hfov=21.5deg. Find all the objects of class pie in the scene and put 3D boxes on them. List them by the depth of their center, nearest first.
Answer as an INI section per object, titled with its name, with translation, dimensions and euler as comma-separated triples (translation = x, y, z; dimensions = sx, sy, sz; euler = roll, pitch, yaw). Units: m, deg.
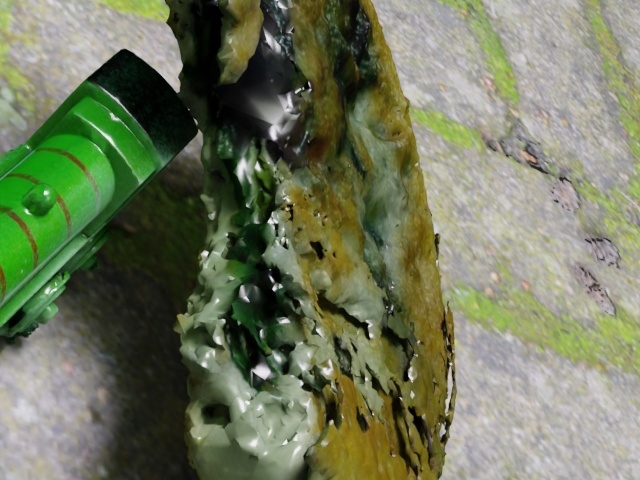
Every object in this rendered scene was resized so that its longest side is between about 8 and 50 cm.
[pie]
translation = 0.000, 0.000, 0.846
dimensions = 0.296, 0.078, 0.371
euler = 24, 58, -71

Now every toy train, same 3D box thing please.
[toy train]
translation = -0.146, 0.006, 0.746
dimensions = 0.085, 0.119, 0.251
euler = 46, 32, -6
